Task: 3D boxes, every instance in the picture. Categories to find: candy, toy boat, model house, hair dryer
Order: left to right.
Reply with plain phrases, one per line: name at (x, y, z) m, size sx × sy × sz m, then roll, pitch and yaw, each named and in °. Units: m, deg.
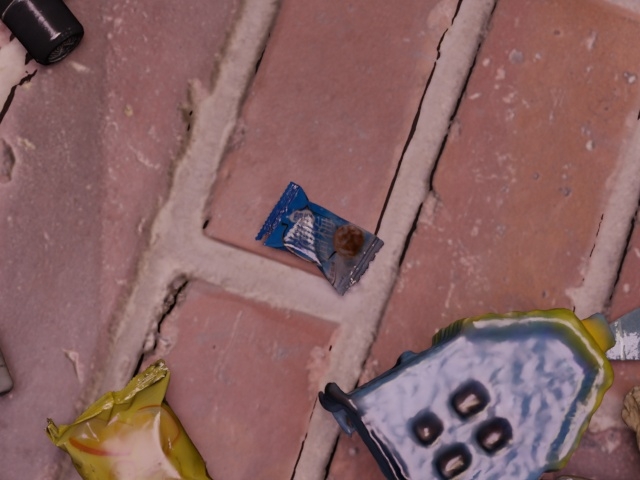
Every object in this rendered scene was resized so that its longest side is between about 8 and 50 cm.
hair dryer at (-0.289, -0.318, 1.721) m, size 0.219 × 0.071 × 0.124 m, roll -40°, pitch 88°, yaw -16°
candy at (-0.001, 0.000, 1.701) m, size 0.136 × 0.038 × 0.088 m, roll 33°, pitch 68°, yaw -5°
model house at (0.181, 0.185, 1.582) m, size 0.303 × 0.237 × 0.215 m, roll -29°, pitch 84°, yaw -7°
toy boat at (0.370, 0.118, 1.706) m, size 0.122 × 0.034 × 0.096 m, roll 1°, pitch 76°, yaw -2°

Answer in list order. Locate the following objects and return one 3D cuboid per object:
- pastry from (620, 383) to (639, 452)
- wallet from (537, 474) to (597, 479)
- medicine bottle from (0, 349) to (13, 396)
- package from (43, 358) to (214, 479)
pastry at (0.416, 0.268, 1.608) m, size 0.121 × 0.089 × 0.258 m, roll -1°, pitch 46°, yaw -2°
wallet at (0.315, 0.458, 1.632) m, size 0.252 × 0.083 × 0.360 m, roll 15°, pitch 80°, yaw -6°
medicine bottle at (-0.410, 0.124, 1.635) m, size 0.080 × 0.080 × 0.130 m, roll -22°, pitch 84°, yaw -6°
package at (-0.198, 0.264, 1.622) m, size 0.168 × 0.090 × 0.226 m, roll -31°, pitch 87°, yaw -5°
